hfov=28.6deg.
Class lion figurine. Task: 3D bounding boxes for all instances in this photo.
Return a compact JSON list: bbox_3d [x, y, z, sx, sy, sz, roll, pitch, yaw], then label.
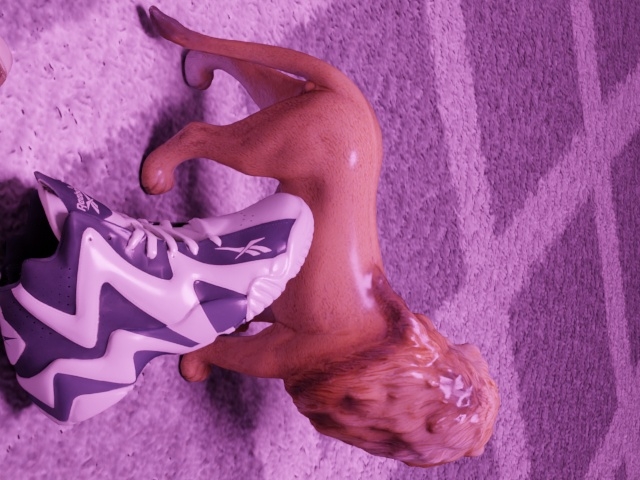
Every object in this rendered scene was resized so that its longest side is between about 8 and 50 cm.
[{"bbox_3d":[0.000,0.000,0.978,0.142,0.240,0.392,-44,128,-51],"label":"lion figurine"}]

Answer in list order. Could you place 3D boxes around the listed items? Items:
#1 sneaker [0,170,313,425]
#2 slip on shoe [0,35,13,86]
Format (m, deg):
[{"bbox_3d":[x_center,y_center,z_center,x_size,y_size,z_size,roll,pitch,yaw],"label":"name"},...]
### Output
[{"bbox_3d":[-0.124,0.000,0.851,0.235,0.094,0.153,-32,117,-10],"label":"sneaker"},{"bbox_3d":[-0.234,-0.136,0.755,0.135,0.051,0.041,68,34,-48],"label":"slip on shoe"}]
